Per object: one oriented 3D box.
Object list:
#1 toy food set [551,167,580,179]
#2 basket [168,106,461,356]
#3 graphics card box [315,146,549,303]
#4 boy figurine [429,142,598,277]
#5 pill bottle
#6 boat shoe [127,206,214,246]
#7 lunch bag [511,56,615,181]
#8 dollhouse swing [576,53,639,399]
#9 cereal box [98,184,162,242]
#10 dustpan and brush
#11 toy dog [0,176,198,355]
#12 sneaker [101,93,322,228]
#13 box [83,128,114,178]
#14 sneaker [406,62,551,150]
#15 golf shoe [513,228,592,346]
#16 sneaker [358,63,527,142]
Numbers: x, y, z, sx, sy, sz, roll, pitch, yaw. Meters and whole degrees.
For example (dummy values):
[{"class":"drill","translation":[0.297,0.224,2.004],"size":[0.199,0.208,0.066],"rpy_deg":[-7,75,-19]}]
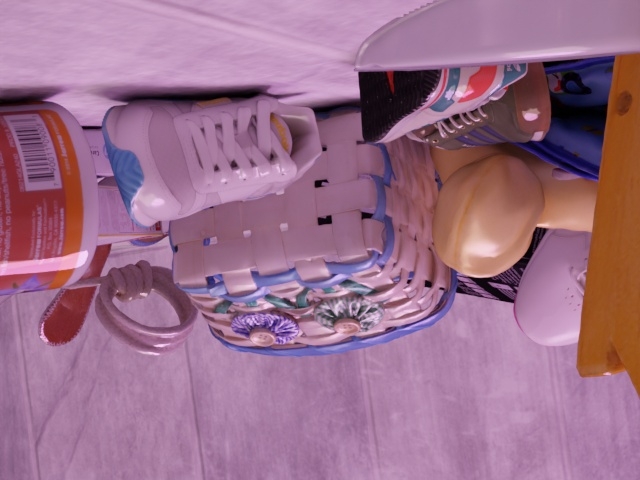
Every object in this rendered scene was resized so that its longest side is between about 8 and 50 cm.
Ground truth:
[{"class":"toy food set","translation":[0.270,-0.014,1.217],"size":[0.192,0.038,0.132],"rpy_deg":[22,-160,39]},{"class":"basket","translation":[0.000,0.000,1.435],"size":[0.255,0.201,0.289],"rpy_deg":[-9,168,20]},{"class":"graphics card box","translation":[0.187,0.002,1.696],"size":[0.371,0.094,0.233],"rpy_deg":[9,169,25]},{"class":"boy figurine","translation":[0.166,-0.043,1.340],"size":[0.177,0.092,0.285],"rpy_deg":[22,-158,11]},{"class":"pill bottle","translation":[-0.253,-0.019,1.009],"size":[0.216,0.121,0.121],"rpy_deg":[-6,178,-31]},{"class":"boat shoe","translation":[-0.162,-0.039,1.904],"size":[0.066,0.066,0.183],"rpy_deg":[-14,-175,30]},{"class":"lunch bag","translation":[0.272,-0.097,1.238],"size":[0.221,0.138,0.293],"rpy_deg":[-4,-169,-31]},{"class":"dollhouse swing","translation":[0.375,-0.035,0.892],"size":[0.305,0.315,0.347],"rpy_deg":[17,166,-29]},{"class":"cereal box","translation":[-0.238,-0.012,1.280],"size":[0.173,0.047,0.240],"rpy_deg":[-7,179,12]},{"class":"dustpan and brush","translation":[0.132,-0.117,0.782],"size":[0.147,0.060,0.211],"rpy_deg":[-8,-174,-41]},{"class":"toy dog","translation":[-0.288,0.027,1.517],"size":[0.334,0.220,0.161],"rpy_deg":[3,152,-25]},{"class":"sneaker","translation":[-0.073,-0.064,1.141],"size":[0.092,0.087,0.229],"rpy_deg":[-16,-177,21]},{"class":"box","translation":[-0.260,-0.054,1.224],"size":[0.145,0.038,0.186],"rpy_deg":[-8,179,32]},{"class":"sneaker","translation":[0.100,-0.090,1.149],"size":[0.086,0.064,0.192],"rpy_deg":[-13,-178,-3]},{"class":"golf shoe","translation":[0.276,0.004,1.429],"size":[0.306,0.115,0.140],"rpy_deg":[-40,-176,30]},{"class":"sneaker","translation":[0.075,-0.094,1.041],"size":[0.075,0.057,0.161],"rpy_deg":[-1,174,-16]}]
